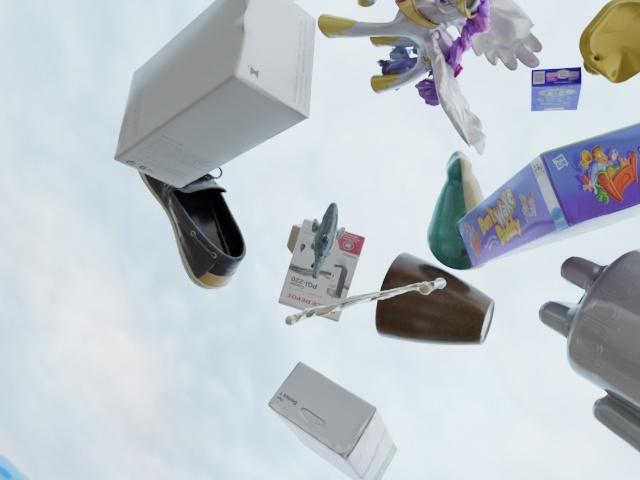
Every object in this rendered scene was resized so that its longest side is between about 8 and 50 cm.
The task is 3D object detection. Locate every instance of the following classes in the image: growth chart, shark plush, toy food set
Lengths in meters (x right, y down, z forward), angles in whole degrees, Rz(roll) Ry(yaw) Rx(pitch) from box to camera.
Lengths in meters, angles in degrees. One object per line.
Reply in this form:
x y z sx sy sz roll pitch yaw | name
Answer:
0.065 0.085 0.781 0.237 0.172 0.021 -17 -97 27 | growth chart
0.000 0.000 1.122 0.073 0.161 0.067 28 -26 2 | shark plush
0.559 -0.371 1.002 0.128 0.218 0.071 40 -9 15 | toy food set

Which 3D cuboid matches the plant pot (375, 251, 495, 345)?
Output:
0.278 0.159 1.277 0.231 0.215 0.215 16 -58 28 | plant pot

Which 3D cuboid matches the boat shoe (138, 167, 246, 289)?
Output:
-0.325 -0.122 1.389 0.156 0.187 0.500 -35 -105 40 | boat shoe

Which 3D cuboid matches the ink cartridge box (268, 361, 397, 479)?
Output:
0.034 0.399 1.159 0.201 0.117 0.278 24 -26 31 | ink cartridge box

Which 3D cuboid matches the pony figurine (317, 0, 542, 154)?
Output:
0.223 -0.373 1.049 0.363 0.302 0.351 11 -21 49 | pony figurine

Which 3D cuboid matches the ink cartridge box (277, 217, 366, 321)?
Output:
0.004 0.070 1.323 0.159 0.092 0.217 17 -85 3 | ink cartridge box

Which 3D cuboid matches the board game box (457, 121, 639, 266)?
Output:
0.336 -0.055 0.694 0.347 0.233 0.078 89 -16 -80 | board game box

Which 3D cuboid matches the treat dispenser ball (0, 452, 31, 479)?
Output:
-0.461 0.372 0.607 0.288 0.288 0.288 21 -55 34 | treat dispenser ball

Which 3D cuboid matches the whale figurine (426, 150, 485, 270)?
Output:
0.305 -0.061 1.244 0.141 0.216 0.272 -9 -70 13 | whale figurine

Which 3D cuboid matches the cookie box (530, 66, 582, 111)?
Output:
0.467 -0.299 1.087 0.092 0.107 0.040 3 -104 21 | cookie box

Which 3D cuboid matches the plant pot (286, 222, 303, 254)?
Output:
-0.035 0.003 1.593 0.096 0.109 0.109 31 -65 30 | plant pot

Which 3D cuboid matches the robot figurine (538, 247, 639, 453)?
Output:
0.464 0.140 0.685 0.353 0.200 0.299 33 -69 45 | robot figurine

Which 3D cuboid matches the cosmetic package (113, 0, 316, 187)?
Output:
-0.195 -0.263 0.970 0.385 0.156 0.217 -15 -118 41 | cosmetic package
